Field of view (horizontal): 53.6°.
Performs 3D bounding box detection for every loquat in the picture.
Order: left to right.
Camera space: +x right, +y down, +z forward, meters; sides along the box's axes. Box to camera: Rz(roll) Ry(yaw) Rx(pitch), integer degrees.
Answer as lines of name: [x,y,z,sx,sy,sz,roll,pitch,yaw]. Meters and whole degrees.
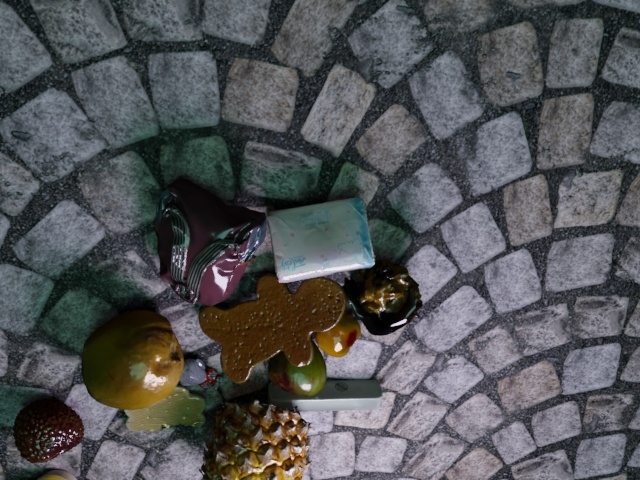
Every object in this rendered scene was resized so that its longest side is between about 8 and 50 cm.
loquat: [-0.525,0.336,1.761,0.283,0.276,0.276,-13,118,0]

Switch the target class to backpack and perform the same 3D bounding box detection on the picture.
backpack: [-0.316,0.026,1.666,0.283,0.197,0.317,25,115,2]

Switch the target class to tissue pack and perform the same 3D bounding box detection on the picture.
tissue pack: [-0.001,-0.002,1.718,0.270,0.124,0.202,-10,82,-4]

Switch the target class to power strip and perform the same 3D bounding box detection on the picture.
power strip: [0.025,0.496,2.022,0.384,0.091,0.063,2,119,-10]

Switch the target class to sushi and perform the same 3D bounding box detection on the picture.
sushi: [0.184,0.153,1.807,0.204,0.213,0.200,-32,113,14]

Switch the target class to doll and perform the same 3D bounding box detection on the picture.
doll: [-0.373,0.408,1.924,0.180,0.079,0.094,33,92,-36]

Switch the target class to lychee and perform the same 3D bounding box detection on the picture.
lychee: [-0.809,0.556,1.871,0.188,0.188,0.188,-4,117,-8]

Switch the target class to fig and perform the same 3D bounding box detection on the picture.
fig: [-0.068,0.375,1.904,0.180,0.181,0.191,3,91,-11]

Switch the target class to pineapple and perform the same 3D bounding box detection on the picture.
pineapple: [-0.199,0.662,1.907,0.352,0.300,0.352,9,143,7]

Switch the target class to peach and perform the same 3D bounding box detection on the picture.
peach: [0.048,0.275,1.894,0.138,0.138,0.138,-4,117,-8]

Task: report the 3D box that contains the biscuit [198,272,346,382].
biscuit: [-0.119,0.234,1.810,0.431,0.064,0.283,-27,87,12]

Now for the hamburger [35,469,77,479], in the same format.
hamburger: [-0.866,0.833,2.023,0.210,0.116,0.173,-34,114,7]

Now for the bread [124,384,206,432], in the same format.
bread: [-0.483,0.520,1.976,0.250,0.039,0.182,-3,116,-8]
